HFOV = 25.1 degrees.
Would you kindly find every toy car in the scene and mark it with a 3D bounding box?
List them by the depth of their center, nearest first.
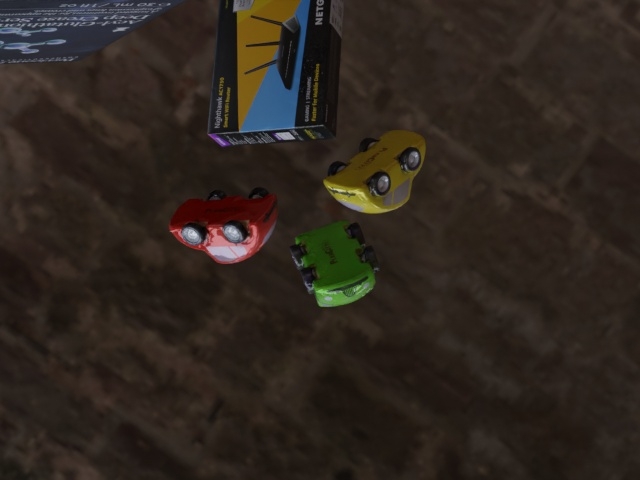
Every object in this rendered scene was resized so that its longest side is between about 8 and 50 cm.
[{"bbox_3d":[0.000,0.000,1.212,0.225,0.239,0.053,-114,5,-60],"label":"toy car"}]

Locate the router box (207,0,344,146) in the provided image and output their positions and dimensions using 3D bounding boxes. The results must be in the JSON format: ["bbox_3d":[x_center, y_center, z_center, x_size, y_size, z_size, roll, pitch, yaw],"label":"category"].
[{"bbox_3d":[-0.046,-0.193,1.539,0.133,0.179,0.046,-3,161,20],"label":"router box"}]

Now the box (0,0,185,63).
[{"bbox_3d":[-0.363,-0.335,1.644,0.293,0.212,0.395,-6,180,-27],"label":"box"}]
